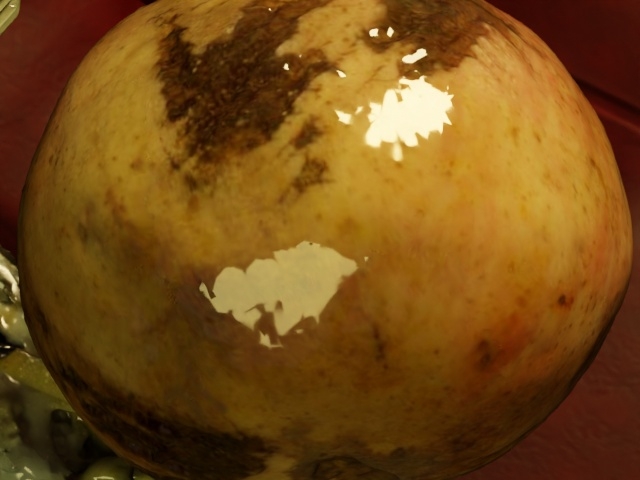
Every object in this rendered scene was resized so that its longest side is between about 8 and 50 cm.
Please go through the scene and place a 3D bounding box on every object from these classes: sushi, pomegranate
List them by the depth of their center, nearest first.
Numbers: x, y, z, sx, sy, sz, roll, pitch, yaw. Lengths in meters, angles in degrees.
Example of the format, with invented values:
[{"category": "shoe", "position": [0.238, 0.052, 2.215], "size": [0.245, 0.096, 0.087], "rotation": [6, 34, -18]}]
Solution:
[{"category": "pomegranate", "position": [0.000, 0.000, 1.038], "size": [0.322, 0.322, 0.322], "rotation": [10, 123, 15]}, {"category": "sushi", "position": [-0.224, 0.089, 1.259], "size": [0.291, 0.131, 0.139], "rotation": [45, 136, 5]}]

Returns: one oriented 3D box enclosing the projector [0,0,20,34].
[{"category": "projector", "position": [-0.273, -0.228, 1.118], "size": [0.194, 0.088, 0.269], "rotation": [-12, 116, 25]}]
